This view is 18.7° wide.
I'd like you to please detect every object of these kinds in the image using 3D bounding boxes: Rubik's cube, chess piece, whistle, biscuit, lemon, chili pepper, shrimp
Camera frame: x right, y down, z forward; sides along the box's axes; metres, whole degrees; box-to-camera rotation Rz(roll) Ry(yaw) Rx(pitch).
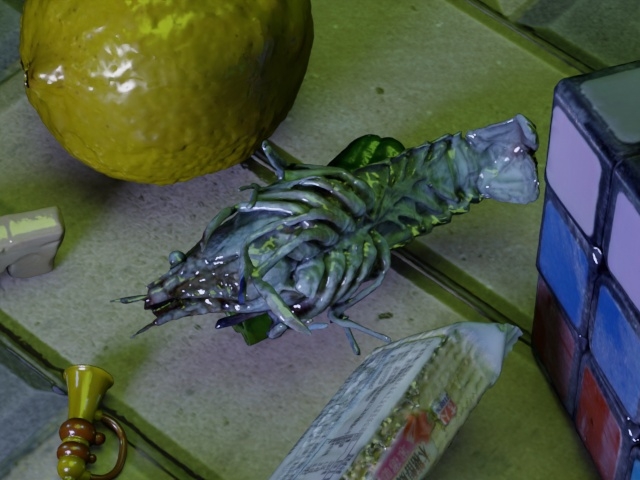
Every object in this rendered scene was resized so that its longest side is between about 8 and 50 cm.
[{"bbox_3d":[0.401,0.049,1.648,0.363,0.358,0.362,-10,46,-14],"label":"Rubik's cube"},{"bbox_3d":[-0.334,0.017,1.786,0.200,0.090,0.090,-12,54,-16],"label":"chess piece"},{"bbox_3d":[-0.205,0.170,1.720,0.046,0.057,0.109,-22,52,34],"label":"whistle"},{"bbox_3d":[0.034,0.182,1.652,0.079,0.186,0.309,48,53,-14],"label":"biscuit"},{"bbox_3d":[-0.140,-0.194,1.875,0.322,0.268,0.268,-24,57,-26],"label":"lemon"},{"bbox_3d":[-0.001,-0.001,1.847,0.099,0.083,0.253,37,61,17],"label":"chili pepper"},{"bbox_3d":[0.017,-0.004,1.735,0.411,0.221,0.166,-28,19,-34],"label":"shrimp"}]
